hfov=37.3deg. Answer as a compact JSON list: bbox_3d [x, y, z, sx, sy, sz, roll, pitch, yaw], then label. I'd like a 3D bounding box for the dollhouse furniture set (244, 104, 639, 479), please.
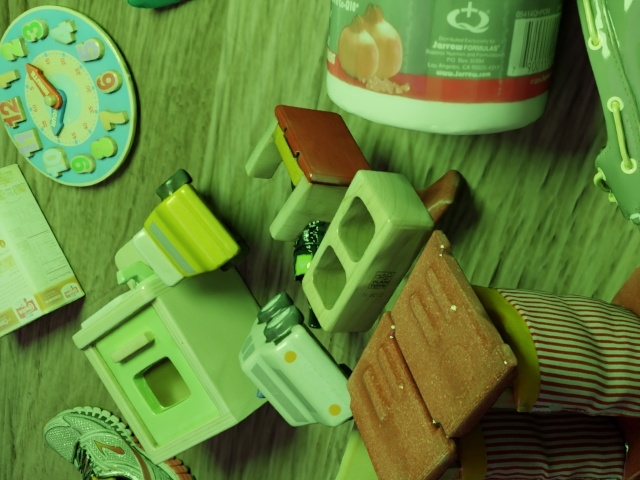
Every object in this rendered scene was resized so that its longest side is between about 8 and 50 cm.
[{"bbox_3d":[0.104,0.012,0.727,0.152,0.201,0.374,-62,36,34],"label":"dollhouse furniture set"}]

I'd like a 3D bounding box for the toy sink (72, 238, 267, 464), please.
[{"bbox_3d":[-0.164,0.100,1.032,0.153,0.131,0.234,-32,88,37],"label":"toy sink"}]

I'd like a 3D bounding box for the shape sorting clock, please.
[{"bbox_3d":[-0.294,-0.161,1.074,0.206,0.040,0.206,13,115,29],"label":"shape sorting clock"}]

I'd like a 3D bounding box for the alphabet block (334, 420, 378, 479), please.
[{"bbox_3d":[0.132,0.227,0.849,0.194,0.192,0.197,27,120,20],"label":"alphabet block"}]

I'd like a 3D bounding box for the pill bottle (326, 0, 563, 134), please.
[{"bbox_3d":[0.099,-0.251,0.692,0.176,0.176,0.318,17,116,28],"label":"pill bottle"}]

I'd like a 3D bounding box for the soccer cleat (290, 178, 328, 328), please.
[{"bbox_3d":[0.000,0.000,0.920,0.060,0.072,0.178,-2,107,34],"label":"soccer cleat"}]

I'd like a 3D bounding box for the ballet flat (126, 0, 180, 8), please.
[{"bbox_3d":[-0.124,-0.271,0.920,0.168,0.057,0.052,-9,75,32],"label":"ballet flat"}]

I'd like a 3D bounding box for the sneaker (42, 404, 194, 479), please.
[{"bbox_3d":[-0.269,0.283,1.197,0.225,0.093,0.088,22,119,26],"label":"sneaker"}]

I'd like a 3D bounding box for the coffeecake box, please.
[{"bbox_3d":[-0.402,0.019,1.198,0.142,0.068,0.185,-24,94,37],"label":"coffeecake box"}]

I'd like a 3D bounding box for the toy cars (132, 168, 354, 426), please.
[{"bbox_3d":[-0.081,0.054,0.863,0.393,0.087,0.176,47,176,42],"label":"toy cars"}]

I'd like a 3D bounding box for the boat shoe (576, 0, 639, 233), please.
[{"bbox_3d":[0.253,-0.077,0.705,0.091,0.109,0.304,-2,104,39],"label":"boat shoe"}]
